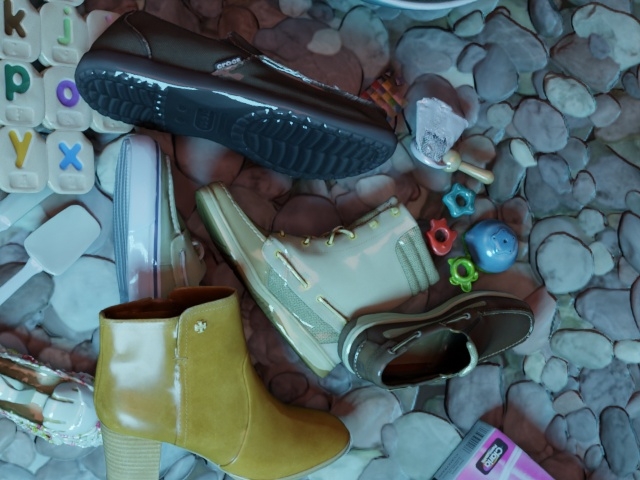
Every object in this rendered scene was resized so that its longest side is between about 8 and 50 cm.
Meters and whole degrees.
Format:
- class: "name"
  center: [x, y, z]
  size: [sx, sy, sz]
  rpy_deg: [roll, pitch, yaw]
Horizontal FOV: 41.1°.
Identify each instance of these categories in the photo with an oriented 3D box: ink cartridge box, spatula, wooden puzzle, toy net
- class: "ink cartridge box"
  center: [0.279, 0.404, 1.036]
  size: [0.371, 0.069, 0.175]
  rpy_deg: [42, 82, -8]
- class: "spatula"
  center: [-0.377, 0.010, 0.923]
  size: [0.168, 0.019, 0.242]
  rpy_deg: [46, 60, -8]
- class: "wooden puzzle"
  center: [0.074, -0.170, 1.047]
  size: [0.083, 0.006, 0.049]
  rpy_deg: [-45, 95, -8]
- class: "toy net"
  center: [0.155, -0.058, 1.034]
  size: [0.122, 0.045, 0.232]
  rpy_deg: [-25, 88, -18]

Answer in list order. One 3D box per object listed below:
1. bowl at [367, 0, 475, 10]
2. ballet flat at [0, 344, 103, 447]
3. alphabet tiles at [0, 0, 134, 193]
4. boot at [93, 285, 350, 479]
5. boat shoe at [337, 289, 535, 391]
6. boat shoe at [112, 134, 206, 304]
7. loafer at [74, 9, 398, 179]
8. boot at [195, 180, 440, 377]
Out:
- class: "bowl"
  center: [0.092, -0.397, 0.979]
  size: [0.312, 0.163, 0.311]
  rpy_deg: [0, 89, -9]
- class: "ballet flat"
  center: [-0.316, 0.173, 0.936]
  size: [0.241, 0.077, 0.091]
  rpy_deg: [20, 84, -9]
- class: "alphabet tiles"
  center: [-0.322, -0.186, 0.896]
  size: [0.284, 0.021, 0.277]
  rpy_deg: [-4, 90, -45]
- class: "boot"
  center: [-0.090, 0.150, 0.910]
  size: [0.295, 0.104, 0.211]
  rpy_deg: [-2, 111, -24]
- class: "boat shoe"
  center: [0.151, 0.124, 0.976]
  size: [0.258, 0.095, 0.095]
  rpy_deg: [-10, 115, -24]
- class: "boat shoe"
  center: [-0.177, 0.032, 0.961]
  size: [0.094, 0.109, 0.302]
  rpy_deg: [-5, 99, -22]
- class: "loafer"
  center: [-0.079, -0.176, 0.958]
  size: [0.366, 0.134, 0.130]
  rpy_deg: [16, 64, -16]
- class: "boot"
  center: [0.000, 0.000, 0.980]
  size: [0.203, 0.095, 0.262]
  rpy_deg: [-37, 101, -7]
